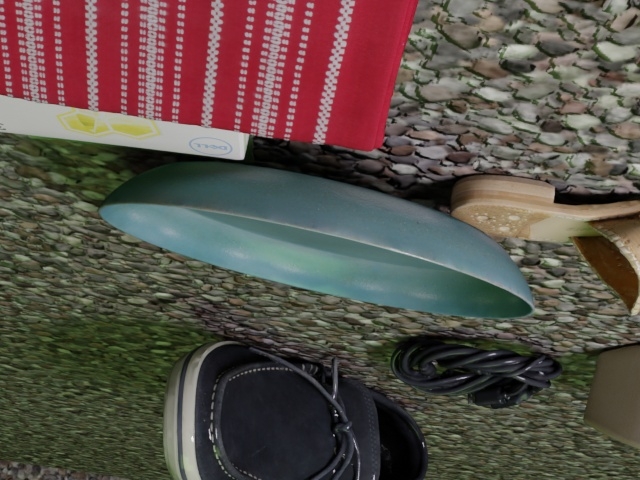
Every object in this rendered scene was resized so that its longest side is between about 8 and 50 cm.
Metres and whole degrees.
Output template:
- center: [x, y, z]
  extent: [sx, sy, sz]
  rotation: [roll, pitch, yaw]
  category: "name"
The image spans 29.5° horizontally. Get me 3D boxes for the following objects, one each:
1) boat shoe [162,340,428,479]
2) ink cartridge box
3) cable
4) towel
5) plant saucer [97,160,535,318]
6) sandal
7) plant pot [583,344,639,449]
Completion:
- center: [-0.015, 0.219, 1.377]
  extent: [0.156, 0.186, 0.500]
  rotation: [-8, 161, 25]
  category: "boat shoe"
- center: [-0.127, -0.083, 0.756]
  extent: [0.171, 0.056, 0.235]
  rotation: [7, 158, 0]
  category: "ink cartridge box"
- center: [0.161, 0.131, 1.264]
  extent: [0.151, 0.047, 0.184]
  rotation: [21, 159, -21]
  category: "cable"
- center: [-0.085, -0.129, 0.569]
  extent: [0.275, 0.031, 0.199]
  rotation: [9, 143, -3]
  category: "towel"
- center: [0.000, 0.000, 0.878]
  extent: [0.318, 0.043, 0.317]
  rotation: [12, 171, 2]
  category: "plant saucer"
- center: [0.208, 0.013, 0.853]
  extent: [0.240, 0.079, 0.088]
  rotation: [7, 160, 1]
  category: "sandal"
- center: [0.322, 0.159, 1.189]
  extent: [0.096, 0.109, 0.109]
  rotation: [6, 164, 45]
  category: "plant pot"
